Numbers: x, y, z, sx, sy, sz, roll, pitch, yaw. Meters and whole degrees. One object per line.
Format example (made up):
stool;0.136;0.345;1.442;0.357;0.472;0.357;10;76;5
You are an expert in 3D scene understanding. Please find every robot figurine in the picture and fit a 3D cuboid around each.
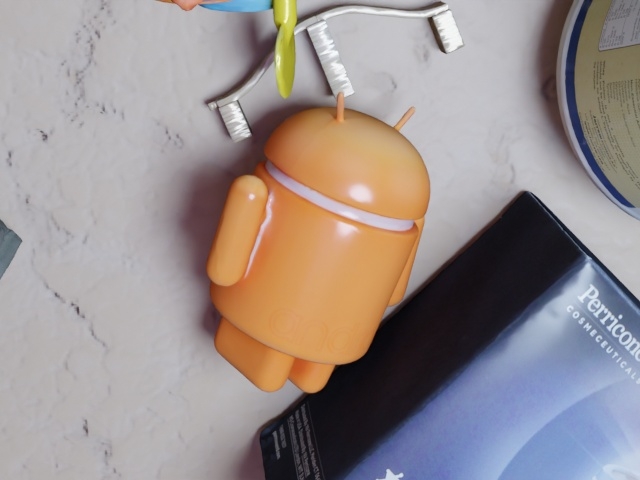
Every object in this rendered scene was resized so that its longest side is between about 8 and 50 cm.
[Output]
robot figurine;0.001;0.000;0.958;0.158;0.128;0.219;20;105;-8

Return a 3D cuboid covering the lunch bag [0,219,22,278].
lunch bag;-0.395;0.003;0.905;0.287;0.169;0.235;-28;112;12

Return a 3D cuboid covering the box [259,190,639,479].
box;0.161;0.178;0.999;0.294;0.183;0.296;-44;106;7

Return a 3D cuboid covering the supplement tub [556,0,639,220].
supplement tub;0.309;-0.107;0.832;0.228;0.316;0.228;-1;94;-15

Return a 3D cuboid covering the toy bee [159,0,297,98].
toy bee;-0.054;-0.179;0.872;0.298;0.162;0.195;-24;115;1

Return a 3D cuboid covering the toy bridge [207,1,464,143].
toy bridge;0.005;-0.133;0.969;0.188;0.026;0.063;-22;105;2
